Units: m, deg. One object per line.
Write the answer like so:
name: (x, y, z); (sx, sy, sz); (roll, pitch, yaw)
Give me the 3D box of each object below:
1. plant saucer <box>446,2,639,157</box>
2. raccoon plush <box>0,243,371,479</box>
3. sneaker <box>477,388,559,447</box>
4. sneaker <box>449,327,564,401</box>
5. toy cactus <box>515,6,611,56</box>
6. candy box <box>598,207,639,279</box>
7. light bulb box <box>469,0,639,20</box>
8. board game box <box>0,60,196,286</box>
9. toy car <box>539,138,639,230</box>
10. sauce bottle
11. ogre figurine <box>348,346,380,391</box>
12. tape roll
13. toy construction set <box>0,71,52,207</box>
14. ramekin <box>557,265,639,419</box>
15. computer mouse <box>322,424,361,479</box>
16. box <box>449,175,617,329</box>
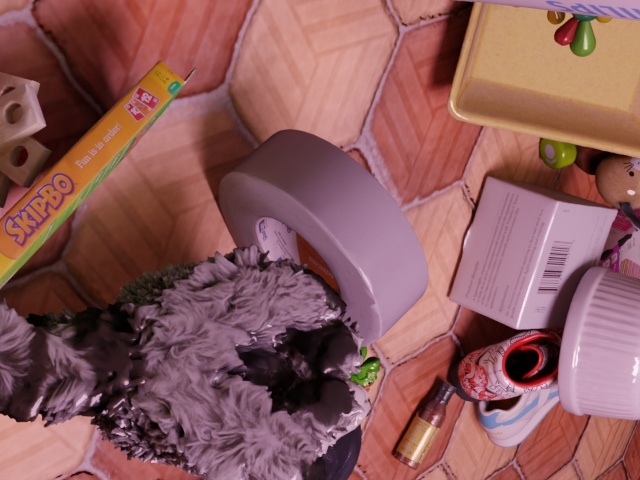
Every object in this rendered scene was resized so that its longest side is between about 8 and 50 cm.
plant saucer: (0.322, -0.286, 1.232); (0.332, 0.081, 0.333); (9, 105, -21)
raccoon plush: (-0.155, 0.121, 0.978); (0.446, 0.299, 0.216); (21, 68, -9)
sneaker: (0.326, 0.206, 1.559); (0.229, 0.087, 0.092); (-50, 135, -19)
sneaker: (0.329, 0.166, 1.446); (0.270, 0.145, 0.090); (-11, 80, -24)
toy cactus: (0.268, -0.305, 1.075); (0.180, 0.112, 0.219); (-80, 173, -78)
candy box: (0.489, 0.032, 1.654); (0.233, 0.071, 0.159); (-34, 131, -32)
light bulb box: (0.223, -0.411, 0.904); (0.225, 0.358, 0.361); (23, 92, -38)
board game box: (-0.197, -0.045, 0.808); (0.039, 0.124, 0.259); (44, 54, -8)
toy car: (0.421, -0.101, 1.385); (0.155, 0.188, 0.149); (-16, 157, -23)
sauce bottle: (0.149, 0.257, 1.429); (0.128, 0.042, 0.042); (-58, 140, -7)
ogre figurine: (0.028, 0.112, 1.184); (0.197, 0.096, 0.118); (-79, -177, -69)
tape roll: (0.000, 0.000, 0.999); (0.072, 0.219, 0.219); (-42, 135, -23)
toy construction set: (-0.337, -0.058, 0.682); (0.327, 0.151, 0.215); (11, 76, -56)
ramekin: (0.406, 0.144, 1.378); (0.207, 0.109, 0.207); (-29, 124, -55)
computer mouse: (-0.031, 0.293, 1.175); (0.072, 0.188, 0.272); (42, 62, -6)
box: (0.293, 0.019, 1.399); (0.181, 0.119, 0.181); (3, 107, -49)
